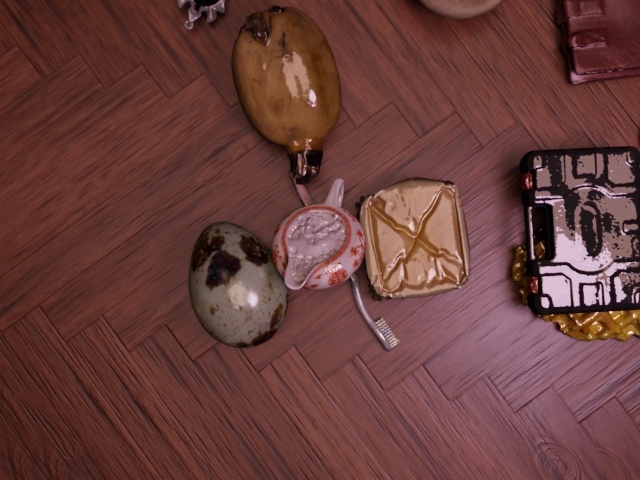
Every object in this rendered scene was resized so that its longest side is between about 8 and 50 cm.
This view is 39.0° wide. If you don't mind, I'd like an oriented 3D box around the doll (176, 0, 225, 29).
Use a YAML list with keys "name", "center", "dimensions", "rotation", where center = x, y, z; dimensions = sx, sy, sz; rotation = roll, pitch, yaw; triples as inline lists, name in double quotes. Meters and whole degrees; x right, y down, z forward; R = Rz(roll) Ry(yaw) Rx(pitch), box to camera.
- name: "doll"
  center: [-0.202, -0.472, 1.651]
  dimensions: [0.096, 0.070, 0.195]
  rotation: [27, 83, -15]

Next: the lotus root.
- name: "lotus root"
  center: [-0.051, -0.253, 1.589]
  dimensions: [0.183, 0.183, 0.309]
  rotation: [-16, 89, 0]

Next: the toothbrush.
- name: "toothbrush"
  center: [0.037, 0.035, 1.641]
  dimensions: [0.037, 0.028, 0.375]
  rotation: [-31, 87, -7]

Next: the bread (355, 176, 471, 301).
- name: "bread"
  center: [0.163, -0.001, 1.599]
  dimensions: [0.192, 0.110, 0.209]
  rotation: [-11, 84, 2]

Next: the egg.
- name: "egg"
  center: [-0.147, 0.075, 1.573]
  dimensions: [0.169, 0.169, 0.231]
  rotation: [-21, 73, -1]

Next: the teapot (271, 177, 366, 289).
- name: "teapot"
  center: [0.000, 0.000, 1.541]
  dimensions: [0.159, 0.116, 0.245]
  rotation: [-1, 57, 22]

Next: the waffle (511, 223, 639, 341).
- name: "waffle"
  center: [0.508, 0.029, 1.623]
  dimensions: [0.307, 0.060, 0.311]
  rotation: [18, 87, -1]

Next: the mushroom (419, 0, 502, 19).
- name: "mushroom"
  center: [0.251, -0.527, 1.567]
  dimensions: [0.254, 0.234, 0.260]
  rotation: [-25, 87, -4]

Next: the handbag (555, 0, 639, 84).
- name: "handbag"
  center: [0.565, -0.427, 1.635]
  dimensions: [0.276, 0.084, 0.260]
  rotation: [-9, 87, 0]

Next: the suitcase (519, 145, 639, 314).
- name: "suitcase"
  center: [0.454, -0.017, 1.562]
  dimensions: [0.206, 0.066, 0.285]
  rotation: [-3, 89, -1]
